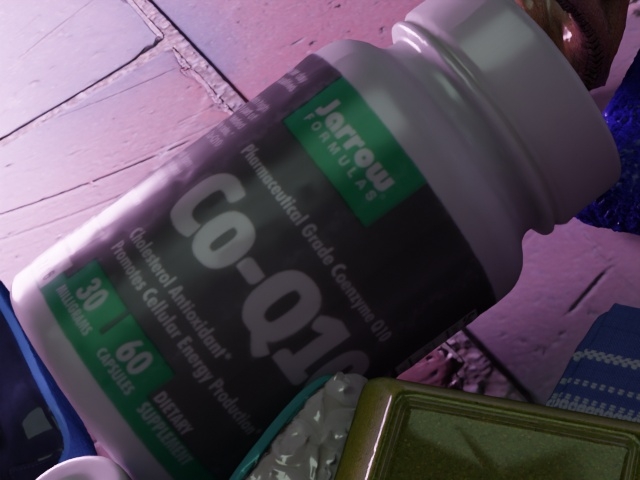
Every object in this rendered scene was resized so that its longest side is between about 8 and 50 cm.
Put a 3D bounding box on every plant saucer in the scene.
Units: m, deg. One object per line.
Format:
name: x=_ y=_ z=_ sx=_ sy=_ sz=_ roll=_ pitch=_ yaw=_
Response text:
plant saucer: x=0.087 y=0.151 z=0.749 sx=0.188 sy=0.045 sz=0.188 roll=9 pitch=55 yaw=15

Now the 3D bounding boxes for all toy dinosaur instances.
toy dinosaur: x=0.162 y=-0.154 z=1.087 sx=0.127 sy=0.200 sz=0.296 roll=5 pitch=17 yaw=-10

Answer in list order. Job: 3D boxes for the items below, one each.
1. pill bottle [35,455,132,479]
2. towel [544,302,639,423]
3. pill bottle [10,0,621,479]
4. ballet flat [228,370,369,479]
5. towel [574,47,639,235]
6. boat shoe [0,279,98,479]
pill bottle: x=-0.119 y=0.199 z=0.892 sx=0.078 sy=0.137 sz=0.078 roll=-17 pitch=39 yaw=14
towel: x=0.179 y=0.183 z=0.769 sx=0.243 sy=0.040 sz=0.336 roll=8 pitch=58 yaw=46
pill bottle: x=0.000 y=0.000 z=0.973 sx=0.361 sy=0.204 sz=0.204 roll=-37 pitch=38 yaw=-3
ballet flat: x=-0.046 y=0.262 z=0.802 sx=0.147 sy=0.147 sz=0.409 roll=14 pitch=58 yaw=40
towel: x=0.337 y=-0.084 z=1.007 sx=0.308 sy=0.076 sz=0.227 roll=8 pitch=49 yaw=37
boat shoe: x=-0.251 y=0.097 z=1.116 sx=0.089 sy=0.109 sz=0.258 roll=-34 pitch=36 yaw=-4
